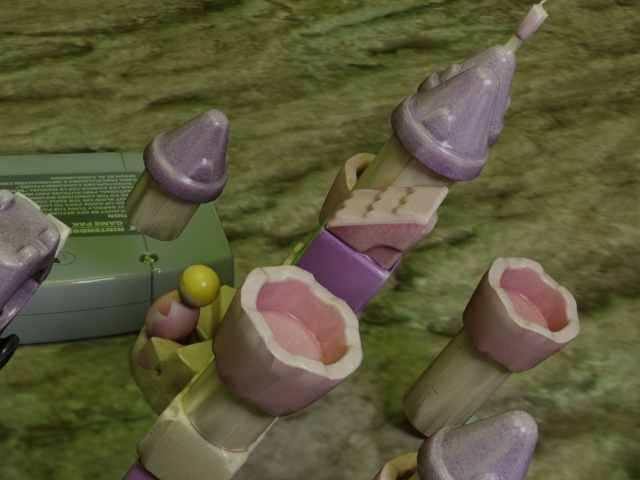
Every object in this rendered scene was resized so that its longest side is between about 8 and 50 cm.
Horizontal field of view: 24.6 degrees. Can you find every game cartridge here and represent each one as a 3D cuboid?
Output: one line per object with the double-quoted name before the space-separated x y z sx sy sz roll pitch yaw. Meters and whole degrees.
"game cartridge" -0.219 0.002 1.048 0.297 0.062 0.198 -2 34 -14

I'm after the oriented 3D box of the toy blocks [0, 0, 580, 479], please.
"toy blocks" 0.000 0.000 0.768 0.309 0.260 0.288 37 34 0
